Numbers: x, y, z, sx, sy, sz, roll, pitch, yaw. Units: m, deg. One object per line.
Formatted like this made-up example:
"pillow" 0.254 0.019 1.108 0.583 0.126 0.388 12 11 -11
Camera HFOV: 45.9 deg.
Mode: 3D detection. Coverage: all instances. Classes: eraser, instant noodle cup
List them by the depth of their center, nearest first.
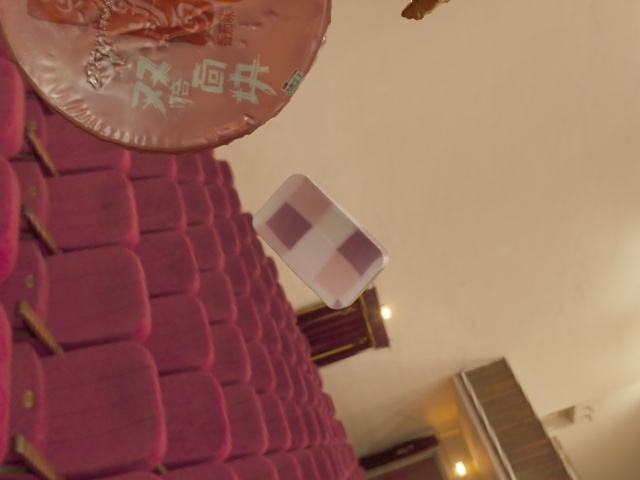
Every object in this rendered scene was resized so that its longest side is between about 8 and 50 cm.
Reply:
"eraser" 0.000 0.000 0.609 0.105 0.065 0.026 44 9 11
"instant noodle cup" -0.107 -0.207 0.628 0.231 0.242 0.243 -83 157 -74

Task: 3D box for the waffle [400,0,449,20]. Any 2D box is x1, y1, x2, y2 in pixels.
"waffle" 0.170 -0.286 0.820 0.191 0.125 0.032 172 -101 -82
